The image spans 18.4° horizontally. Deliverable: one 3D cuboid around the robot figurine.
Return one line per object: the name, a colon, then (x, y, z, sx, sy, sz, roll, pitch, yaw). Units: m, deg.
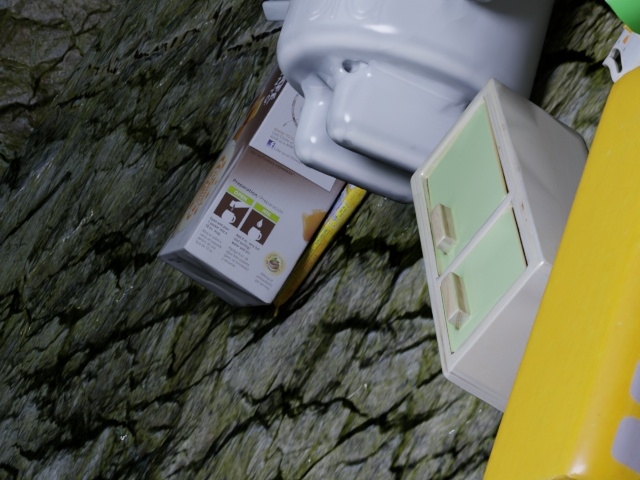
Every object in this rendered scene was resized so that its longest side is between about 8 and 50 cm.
robot figurine: (0.088, -0.212, 1.548, 0.300, 0.200, 0.353, -23, 48, 63)

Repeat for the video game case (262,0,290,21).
video game case: (0.057, -0.239, 1.831, 0.183, 0.023, 0.201, -20, 12, -14)

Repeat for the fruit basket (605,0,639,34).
fruit basket: (0.178, -0.209, 0.957, 0.392, 0.392, 0.283, -33, 69, 55)

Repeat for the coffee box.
coffee box: (-0.037, -0.067, 1.823, 0.246, 0.098, 0.141, -59, 12, -10)

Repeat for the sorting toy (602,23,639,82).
sorting toy: (0.224, -0.141, 1.353, 0.075, 0.045, 0.083, -50, 19, 15)

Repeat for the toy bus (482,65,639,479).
toy bus: (0.200, 0.013, 1.039, 0.108, 0.130, 0.332, -30, 34, 57)

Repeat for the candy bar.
candy bar: (0.000, 0.000, 1.786, 0.161, 0.018, 0.040, -53, 14, 18)

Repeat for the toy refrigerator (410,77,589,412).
toy refrigerator: (0.129, 0.002, 1.312, 0.102, 0.094, 0.269, -51, 20, 23)
